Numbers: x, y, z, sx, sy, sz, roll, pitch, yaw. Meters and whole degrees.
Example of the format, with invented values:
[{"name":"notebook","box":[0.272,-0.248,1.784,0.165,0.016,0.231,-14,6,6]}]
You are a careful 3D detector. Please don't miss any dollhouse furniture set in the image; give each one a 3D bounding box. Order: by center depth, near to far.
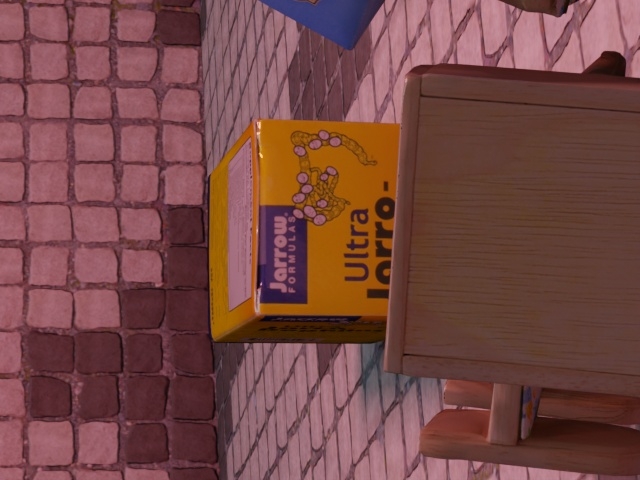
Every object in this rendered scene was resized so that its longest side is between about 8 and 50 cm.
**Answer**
[{"name":"dollhouse furniture set","box":[0.196,-0.033,1.138,0.394,0.256,0.362,-44,-42,-75]}]

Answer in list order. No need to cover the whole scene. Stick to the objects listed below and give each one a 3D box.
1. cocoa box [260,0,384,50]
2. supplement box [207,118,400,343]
[{"name":"cocoa box","box":[0.024,-0.341,1.194,0.347,0.228,0.231,-58,-4,-32]},{"name":"supplement box","box":[0.000,0.000,2.012,0.356,0.195,0.194,147,123,-78]}]
